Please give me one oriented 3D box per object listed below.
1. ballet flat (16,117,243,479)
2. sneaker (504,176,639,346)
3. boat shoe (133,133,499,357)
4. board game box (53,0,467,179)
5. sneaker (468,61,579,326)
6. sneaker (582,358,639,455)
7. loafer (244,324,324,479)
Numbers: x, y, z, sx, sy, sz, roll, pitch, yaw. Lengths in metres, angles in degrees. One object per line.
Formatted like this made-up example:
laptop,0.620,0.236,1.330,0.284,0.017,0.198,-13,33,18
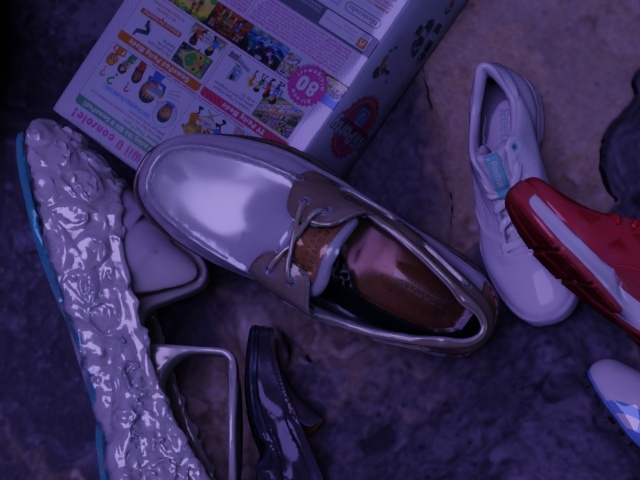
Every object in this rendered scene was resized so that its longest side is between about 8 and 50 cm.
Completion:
ballet flat,-0.139,0.086,1.500,0.147,0.147,0.409,-18,80,16
sneaker,0.251,0.002,1.373,0.221,0.087,0.128,43,84,-10
boat shoe,0.000,0.000,1.402,0.302,0.103,0.113,22,95,-5
board game box,-0.045,-0.167,1.527,0.224,0.097,0.303,36,92,23
sneaker,0.147,-0.038,1.429,0.080,0.094,0.212,-16,74,15
sneaker,0.301,0.151,1.336,0.237,0.085,0.086,34,104,17
loafer,-0.027,0.150,1.482,0.061,0.062,0.170,-8,79,-4
